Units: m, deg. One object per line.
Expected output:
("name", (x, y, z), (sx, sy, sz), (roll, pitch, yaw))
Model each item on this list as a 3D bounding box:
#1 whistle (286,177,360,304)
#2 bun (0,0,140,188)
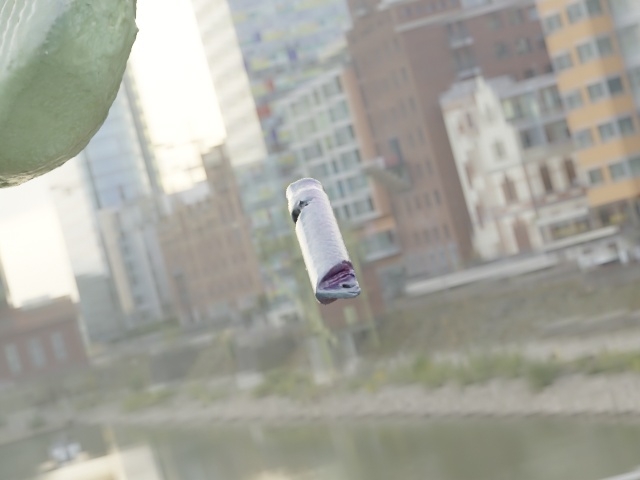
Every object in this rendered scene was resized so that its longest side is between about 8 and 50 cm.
("whistle", (0.000, 0.000, 1.206), (0.033, 0.033, 0.176), (-15, 27, -2))
("bun", (-0.177, -0.128, 0.997), (0.221, 0.221, 0.108), (-16, -32, 42))
